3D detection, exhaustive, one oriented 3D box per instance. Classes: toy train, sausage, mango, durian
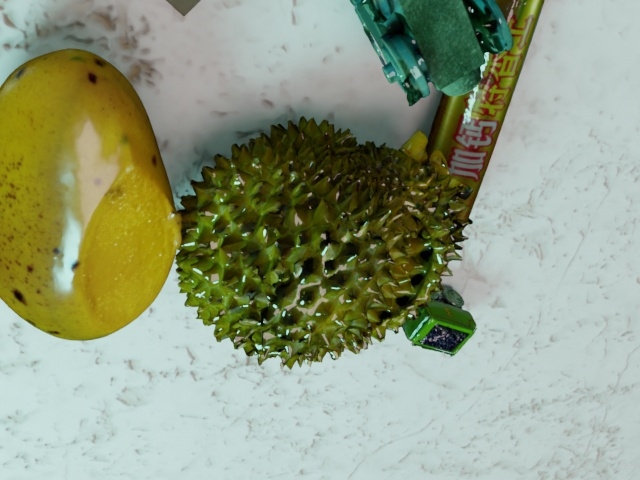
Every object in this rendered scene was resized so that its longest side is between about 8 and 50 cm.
[{"bbox_3d":[0.101,0.082,1.100,0.202,0.081,0.060,18,121,-29],"label":"toy train"},{"bbox_3d":[0.168,-0.170,0.922,0.082,0.082,0.371,0,127,-18],"label":"sausage"},{"bbox_3d":[0.077,-0.224,0.788,0.112,0.163,0.203,-28,132,3],"label":"toy train"},{"bbox_3d":[-0.228,-0.046,0.817,0.160,0.191,0.290,-28,144,-41],"label":"mango"},{"bbox_3d":[0.000,0.010,0.915,0.293,0.258,0.258,-17,132,-19],"label":"durian"}]

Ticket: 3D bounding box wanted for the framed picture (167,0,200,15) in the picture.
[{"bbox_3d":[-0.136,-0.323,0.735,0.184,0.016,0.250,-39,130,15],"label":"framed picture"}]
